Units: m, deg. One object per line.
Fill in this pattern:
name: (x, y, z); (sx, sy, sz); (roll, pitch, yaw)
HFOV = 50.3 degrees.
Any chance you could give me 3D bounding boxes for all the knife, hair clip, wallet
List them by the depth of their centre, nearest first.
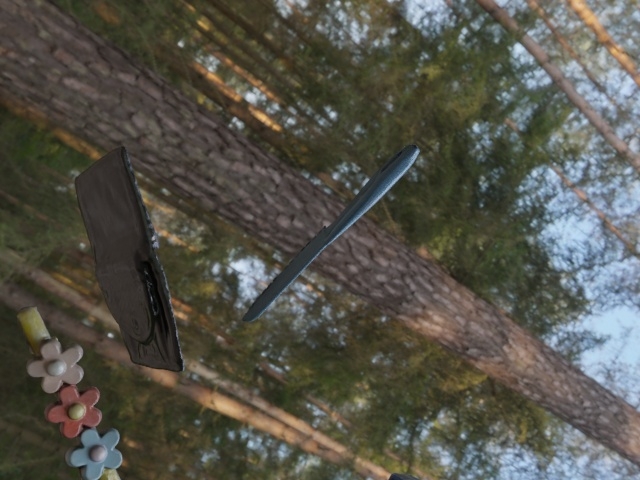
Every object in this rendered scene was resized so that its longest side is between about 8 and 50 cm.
hair clip: (-0.258, 0.165, 0.704); (0.062, 0.214, 0.056); (-26, 178, -22)
knife: (0.000, 0.000, 0.772); (0.313, 0.019, 0.044); (-46, -155, 25)
wallet: (-0.293, 0.039, 1.023); (0.247, 0.041, 0.323); (-12, -87, 54)

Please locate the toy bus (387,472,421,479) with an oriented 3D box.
toy bus: (0.179, 0.370, 0.836); (0.236, 0.094, 0.079); (17, -94, 40)
